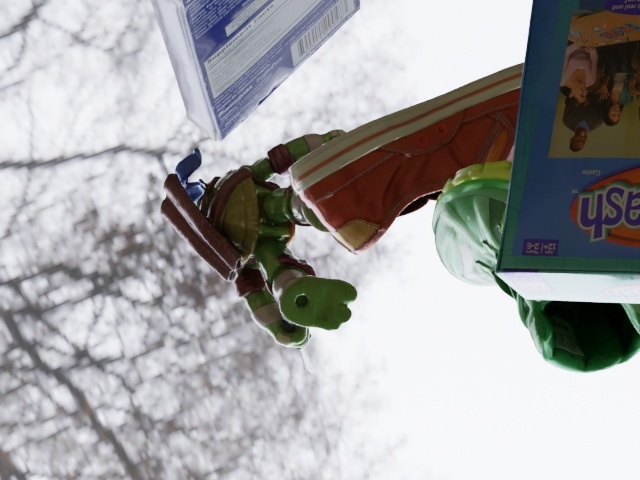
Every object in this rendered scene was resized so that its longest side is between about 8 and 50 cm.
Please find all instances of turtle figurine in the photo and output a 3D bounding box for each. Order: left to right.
[{"bbox_3d":[0.000,0.000,1.607,0.198,0.275,0.266,-46,-160,-6],"label":"turtle figurine"}]

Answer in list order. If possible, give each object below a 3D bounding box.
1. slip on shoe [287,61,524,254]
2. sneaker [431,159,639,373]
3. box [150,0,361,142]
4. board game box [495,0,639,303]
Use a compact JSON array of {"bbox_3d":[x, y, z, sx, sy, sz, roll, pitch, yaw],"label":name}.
[{"bbox_3d":[0.121,-0.077,1.450,0.331,0.123,0.101,-25,-94,-34],"label":"slip on shoe"},{"bbox_3d":[0.150,0.018,1.082,0.295,0.109,0.124,2,-109,66],"label":"sneaker"},{"bbox_3d":[-0.037,-0.159,0.998,0.036,0.225,0.136,41,-104,17],"label":"box"},{"bbox_3d":[0.170,-0.077,0.739,0.160,0.047,0.210,2,-108,26],"label":"board game box"}]
